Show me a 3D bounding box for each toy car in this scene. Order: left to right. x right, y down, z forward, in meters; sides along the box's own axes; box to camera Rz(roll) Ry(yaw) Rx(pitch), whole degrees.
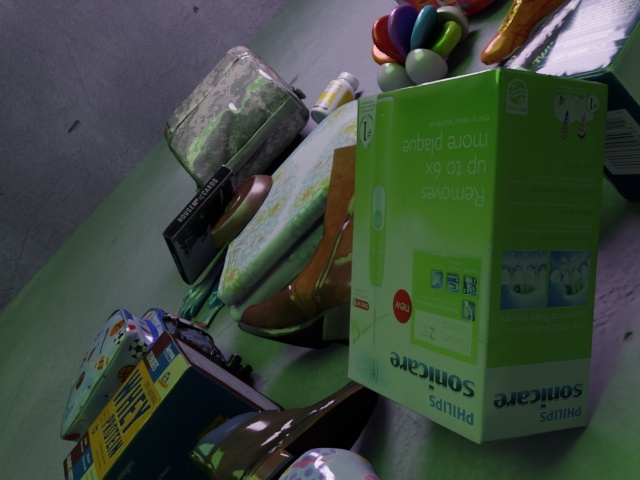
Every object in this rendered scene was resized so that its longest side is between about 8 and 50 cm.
[{"bbox_3d":[0.162,-0.354,1.220,0.182,0.136,0.159,-8,47,57],"label":"toy car"}]

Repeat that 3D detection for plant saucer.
[{"bbox_3d":[-0.154,-0.062,1.276,0.168,0.029,0.168,-44,19,19],"label":"plant saucer"}]

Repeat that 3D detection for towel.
[{"bbox_3d":[-0.028,-0.063,1.168,0.374,0.090,0.320,-46,20,16],"label":"towel"}]

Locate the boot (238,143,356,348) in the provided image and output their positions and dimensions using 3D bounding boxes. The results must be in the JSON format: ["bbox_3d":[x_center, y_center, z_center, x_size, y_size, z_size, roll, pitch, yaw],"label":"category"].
[{"bbox_3d":[0.000,0.000,0.926,0.264,0.096,0.280,-13,64,52],"label":"boot"}]

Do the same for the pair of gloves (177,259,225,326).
[{"bbox_3d":[-0.221,0.100,1.367,0.198,0.023,0.159,-2,52,58],"label":"pair of gloves"}]

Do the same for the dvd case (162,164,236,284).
[{"bbox_3d":[-0.228,-0.024,1.366,0.179,0.030,0.238,-52,-13,-21],"label":"dvd case"}]

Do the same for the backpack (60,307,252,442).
[{"bbox_3d":[-0.271,0.228,1.064,0.276,0.213,0.263,-55,14,-3],"label":"backpack"}]

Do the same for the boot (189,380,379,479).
[{"bbox_3d":[-0.032,0.193,0.725,0.106,0.082,0.219,19,34,34],"label":"boot"}]

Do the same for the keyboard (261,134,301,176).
[{"bbox_3d":[-0.174,-0.136,1.618,0.317,0.033,0.201,-55,24,-13],"label":"keyboard"}]

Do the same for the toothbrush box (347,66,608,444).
[{"bbox_3d":[0.128,0.006,0.616,0.206,0.122,0.283,11,100,62],"label":"toothbrush box"}]

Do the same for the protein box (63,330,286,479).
[{"bbox_3d":[-0.151,0.253,0.803,0.199,0.201,0.136,-53,24,-7],"label":"protein box"}]

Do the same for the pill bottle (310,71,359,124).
[{"bbox_3d":[0.034,-0.296,1.446,0.116,0.065,0.065,-57,25,-17],"label":"pill bottle"}]

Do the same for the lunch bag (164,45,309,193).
[{"bbox_3d":[-0.179,-0.242,1.504,0.305,0.212,0.256,-46,31,6],"label":"lunch bag"}]

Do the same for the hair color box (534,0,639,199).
[{"bbox_3d":[0.359,-0.224,0.649,0.347,0.174,0.105,-55,23,-12],"label":"hair color box"}]

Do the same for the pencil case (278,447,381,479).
[{"bbox_3d":[0.044,0.279,0.540,0.114,0.124,0.273,-27,23,-11],"label":"pencil case"}]

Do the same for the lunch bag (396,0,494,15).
[{"bbox_3d":[0.284,-0.544,1.305,0.258,0.120,0.293,-52,24,-6],"label":"lunch bag"}]

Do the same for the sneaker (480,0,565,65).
[{"bbox_3d":[0.305,-0.340,1.042,0.175,0.067,0.064,-46,26,14],"label":"sneaker"}]

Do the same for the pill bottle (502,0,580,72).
[{"bbox_3d":[0.291,-0.194,0.775,0.245,0.130,0.130,-47,24,7],"label":"pill bottle"}]
